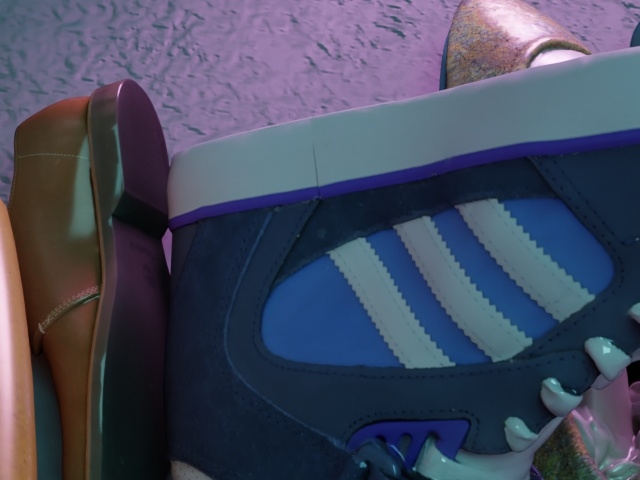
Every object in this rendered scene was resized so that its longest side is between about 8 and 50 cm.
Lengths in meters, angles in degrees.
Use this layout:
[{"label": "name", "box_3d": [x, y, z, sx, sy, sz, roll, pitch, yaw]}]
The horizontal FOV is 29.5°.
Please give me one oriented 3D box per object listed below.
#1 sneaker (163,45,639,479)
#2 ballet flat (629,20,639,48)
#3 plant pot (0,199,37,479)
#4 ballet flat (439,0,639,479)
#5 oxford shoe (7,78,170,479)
[{"label": "sneaker", "box_3d": [0.082, 0.062, 0.458, 0.130, 0.323, 0.236, 0, 84, -60]}, {"label": "ballet flat", "box_3d": [0.211, -0.038, 0.658, 0.068, 0.072, 0.213, 13, 61, -16]}, {"label": "plant pot", "box_3d": [-0.198, 0.086, 0.425, 0.212, 0.212, 0.187, 9, 50, -10]}, {"label": "ballet flat", "box_3d": [0.131, 0.007, 0.583, 0.123, 0.123, 0.348, 6, 63, -11]}, {"label": "oxford shoe", "box_3d": [-0.108, 0.033, 0.553, 0.076, 0.076, 0.212, -12, 66, 14]}]
